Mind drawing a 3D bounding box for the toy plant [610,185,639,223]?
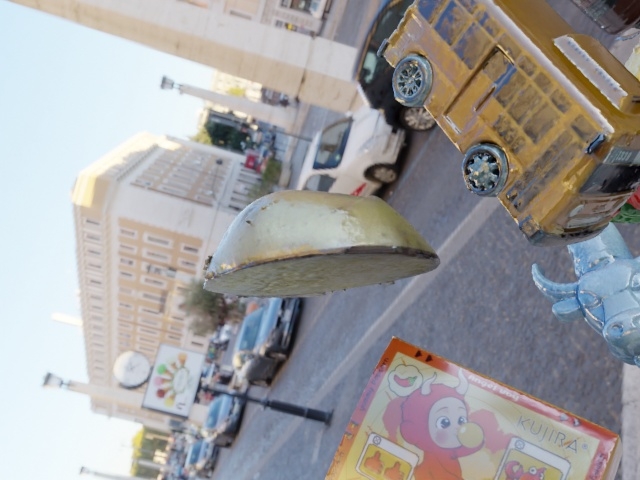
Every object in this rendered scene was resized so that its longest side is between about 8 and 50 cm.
[{"bbox_3d":[0.325,-0.048,0.606,0.154,0.240,0.088,134,126,-73],"label":"toy plant"}]

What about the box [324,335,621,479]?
[{"bbox_3d":[0.182,0.300,0.832,0.259,0.284,0.214,-64,-31,-11],"label":"box"}]

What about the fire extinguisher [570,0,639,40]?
[{"bbox_3d":[0.494,-0.472,1.238,0.114,0.337,0.135,-53,7,-13],"label":"fire extinguisher"}]

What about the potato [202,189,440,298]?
[{"bbox_3d":[0.000,0.000,0.841,0.299,0.239,0.115,-12,69,37],"label":"potato"}]

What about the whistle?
[{"bbox_3d":[0.379,0.053,0.889,0.180,0.093,0.269,-27,43,21],"label":"whistle"}]

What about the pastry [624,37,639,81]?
[{"bbox_3d":[0.647,-0.272,1.029,0.405,0.338,0.292,53,-135,-63],"label":"pastry"}]

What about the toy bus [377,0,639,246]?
[{"bbox_3d":[0.144,-0.102,0.484,0.201,0.098,0.114,58,134,27],"label":"toy bus"}]
